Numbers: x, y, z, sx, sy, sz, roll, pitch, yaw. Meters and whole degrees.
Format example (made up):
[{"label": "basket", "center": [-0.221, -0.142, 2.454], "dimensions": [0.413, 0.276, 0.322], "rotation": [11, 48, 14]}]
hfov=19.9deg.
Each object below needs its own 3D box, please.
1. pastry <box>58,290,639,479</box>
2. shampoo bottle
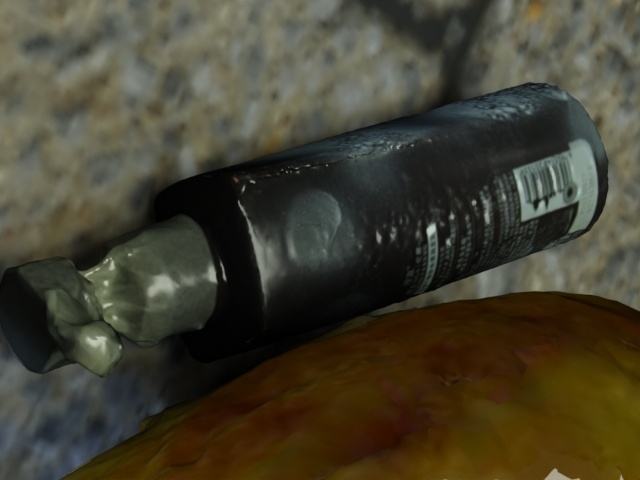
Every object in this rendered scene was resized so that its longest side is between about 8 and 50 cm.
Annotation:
[{"label": "pastry", "center": [0.036, 0.179, 0.510], "dimensions": [0.356, 0.164, 0.356], "rotation": [1, 88, -23]}, {"label": "shampoo bottle", "center": [-0.001, -0.001, 0.560], "dimensions": [0.208, 0.063, 0.057], "rotation": [-18, 96, -35]}]
